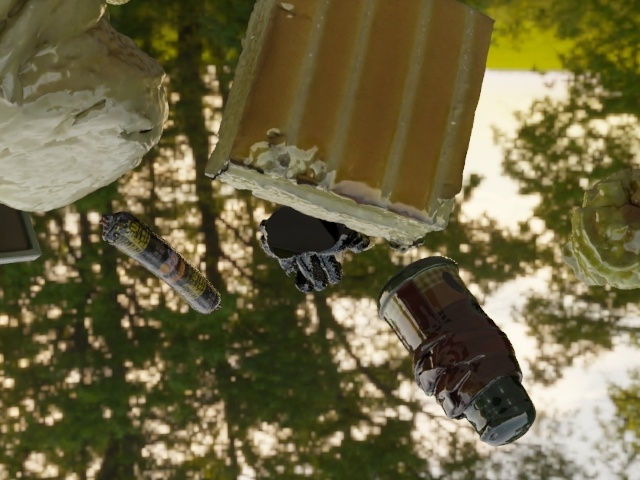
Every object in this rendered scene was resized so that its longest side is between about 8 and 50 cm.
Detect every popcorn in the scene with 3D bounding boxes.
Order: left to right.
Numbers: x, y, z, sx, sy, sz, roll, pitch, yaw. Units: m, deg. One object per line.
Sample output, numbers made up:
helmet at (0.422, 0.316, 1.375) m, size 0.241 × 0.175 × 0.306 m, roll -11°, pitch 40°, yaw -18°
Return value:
popcorn at (0.497, -0.017, 1.519) m, size 0.235 × 0.181 × 0.217 m, roll -20°, pitch -169°, yaw 1°

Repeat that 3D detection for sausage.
sausage at (-0.111, 0.020, 0.707) m, size 0.025 × 0.028 × 0.198 m, roll 10°, pitch 161°, yaw 19°

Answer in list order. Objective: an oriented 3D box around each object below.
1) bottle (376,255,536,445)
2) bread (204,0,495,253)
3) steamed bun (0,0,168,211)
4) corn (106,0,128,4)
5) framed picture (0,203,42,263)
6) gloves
bottle at (0.196, 0.159, 1.339) m, size 0.156 × 0.143 × 0.271 m, roll -10°, pitch -128°, yaw -32°
bread at (0.028, -0.136, 0.959) m, size 0.239 × 0.246 × 0.111 m, roll 16°, pitch 167°, yaw -18°
steamed bun at (-0.344, -0.174, 1.069) m, size 0.324 × 0.230 × 0.372 m, roll -28°, pitch 161°, yaw 31°
corn at (-0.344, -0.376, 1.338) m, size 0.203 × 0.072 × 0.072 m, roll 19°, pitch -166°, yaw 15°
framed picture at (-0.533, -0.067, 1.229) m, size 0.324 × 0.241 × 0.020 m, roll -9°, pitch 161°, yaw -45°
gloves at (-0.003, -0.001, 1.349) m, size 0.129 × 0.106 × 0.180 m, roll -39°, pitch 168°, yaw 3°
